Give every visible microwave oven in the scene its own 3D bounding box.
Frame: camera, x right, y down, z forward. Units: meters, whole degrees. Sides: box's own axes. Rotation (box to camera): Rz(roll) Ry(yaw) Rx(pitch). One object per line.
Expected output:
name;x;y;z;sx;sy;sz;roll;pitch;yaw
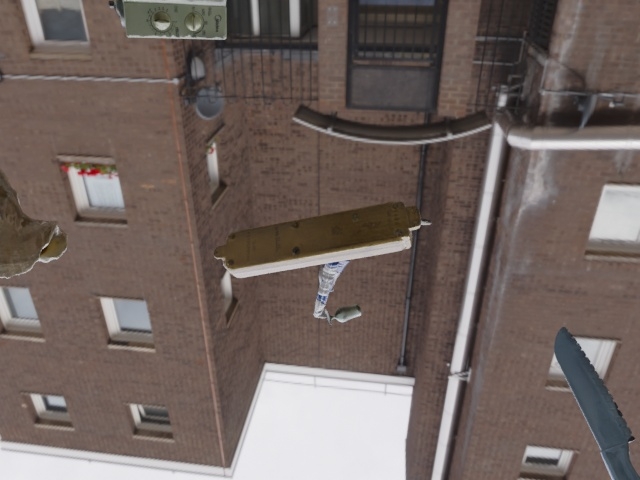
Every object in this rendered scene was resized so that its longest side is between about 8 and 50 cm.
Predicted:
microwave oven;-0.308;-0.595;1.015;0.218;0.355;0.286;-7;-146;-19

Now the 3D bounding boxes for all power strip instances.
power strip;0.000;0.000;0.730;0.305;0.044;0.064;-10;-119;13

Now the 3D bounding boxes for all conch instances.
conch;-0.522;-0.037;0.716;0.324;0.186;0.263;0;-148;17

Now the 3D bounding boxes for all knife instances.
knife;0.336;0.228;0.607;0.044;0.019;0.313;-35;-142;23

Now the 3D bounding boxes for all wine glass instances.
wine glass;0.054;0.172;1.252;0.083;0.039;0.042;-15;-126;-15

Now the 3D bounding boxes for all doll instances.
doll;0.027;0.042;0.985;0.057;0.227;0.114;17;-141;8
